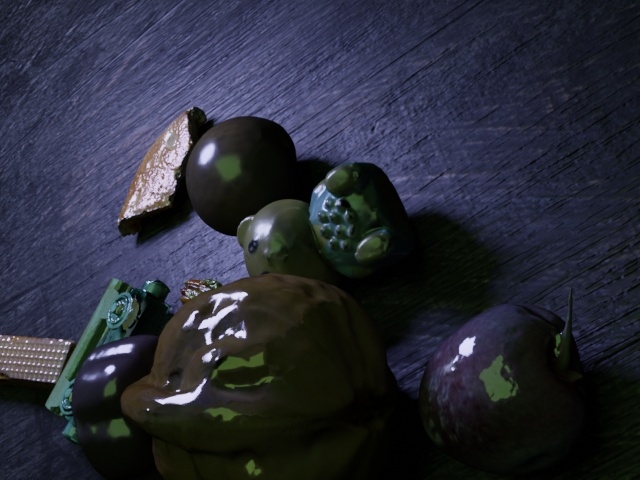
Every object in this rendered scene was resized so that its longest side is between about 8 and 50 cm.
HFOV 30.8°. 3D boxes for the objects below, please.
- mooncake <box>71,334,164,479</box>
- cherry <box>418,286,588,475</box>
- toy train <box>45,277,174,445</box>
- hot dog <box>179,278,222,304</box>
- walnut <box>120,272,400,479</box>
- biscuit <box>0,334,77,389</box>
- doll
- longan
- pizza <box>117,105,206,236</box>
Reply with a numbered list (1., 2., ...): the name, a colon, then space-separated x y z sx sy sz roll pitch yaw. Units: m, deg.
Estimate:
1. mooncake: -0.272 0.261 1.777 0.133 0.245 0.245 -17 57 27
2. cherry: 0.235 0.187 1.458 0.266 0.183 0.213 -34 40 40
3. toy train: -0.368 0.191 1.969 0.189 0.126 0.307 21 82 43
4. hot dog: -0.190 0.092 1.939 0.133 0.041 0.056 10 74 41
5. walnut: -0.075 0.229 1.583 0.383 0.383 0.384 -18 57 30
6. biscuit: -0.583 0.223 2.171 0.378 0.054 0.094 -1 65 38
7. doll: 0.000 0.000 1.755 0.260 0.161 0.177 -28 81 22
8. longan: -0.128 -0.107 1.901 0.198 0.198 0.212 -19 56 30
9. pizza: -0.285 -0.125 2.122 0.134 0.056 0.271 13 75 44
